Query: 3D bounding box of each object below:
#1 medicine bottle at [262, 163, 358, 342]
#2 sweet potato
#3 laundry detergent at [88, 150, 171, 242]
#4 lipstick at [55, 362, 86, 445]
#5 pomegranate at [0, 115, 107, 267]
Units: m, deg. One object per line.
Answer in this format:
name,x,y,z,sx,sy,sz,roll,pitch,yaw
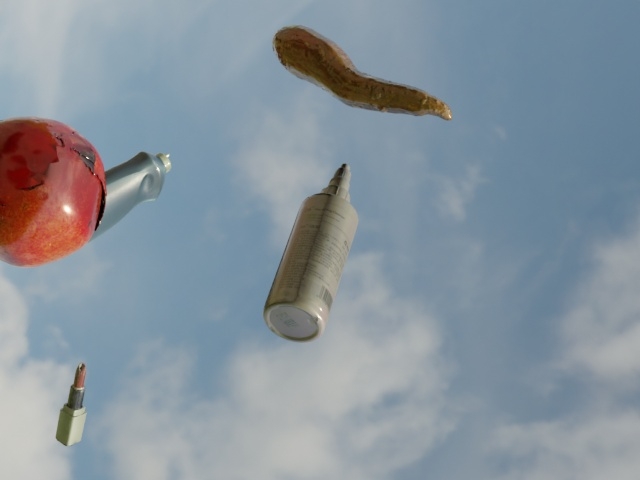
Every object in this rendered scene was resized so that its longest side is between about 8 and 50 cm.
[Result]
medicine bottle,0.000,0.000,1.049,0.057,0.057,0.199,-25,-146,38
sweet potato,0.029,-0.155,1.097,0.214,0.050,0.050,32,-87,31
laundry detergent,-0.323,-0.080,1.860,0.206,0.097,0.061,-36,-132,-25
lipstick,-0.301,0.198,1.419,0.025,0.025,0.107,24,-70,27
pomegranate,-0.390,-0.058,1.559,0.210,0.235,0.210,0,-124,1
